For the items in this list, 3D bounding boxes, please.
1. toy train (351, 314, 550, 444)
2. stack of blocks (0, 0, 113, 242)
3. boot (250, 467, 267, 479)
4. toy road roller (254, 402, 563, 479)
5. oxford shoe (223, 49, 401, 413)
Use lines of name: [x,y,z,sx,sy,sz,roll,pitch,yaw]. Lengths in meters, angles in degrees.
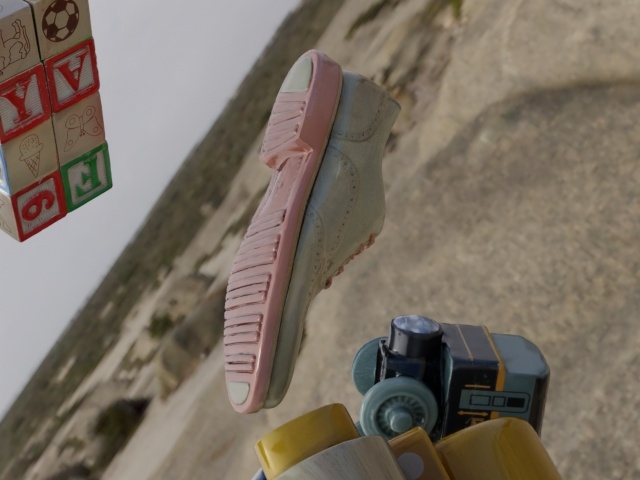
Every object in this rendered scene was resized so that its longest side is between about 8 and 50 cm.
toy train: [0.120,0.235,1.228,0.142,0.190,0.334,-99,14,-71]
stack of blocks: [-0.287,-0.146,0.874,0.087,0.297,0.171,-36,-39,-34]
boot: [-0.092,0.388,1.490,0.258,0.095,0.123,-66,-20,-11]
toy road roller: [0.097,0.239,0.999,0.240,0.202,0.329,-27,-23,-3]
oxford shoe: [0.000,0.000,1.295,0.140,0.146,0.397,-4,70,65]
